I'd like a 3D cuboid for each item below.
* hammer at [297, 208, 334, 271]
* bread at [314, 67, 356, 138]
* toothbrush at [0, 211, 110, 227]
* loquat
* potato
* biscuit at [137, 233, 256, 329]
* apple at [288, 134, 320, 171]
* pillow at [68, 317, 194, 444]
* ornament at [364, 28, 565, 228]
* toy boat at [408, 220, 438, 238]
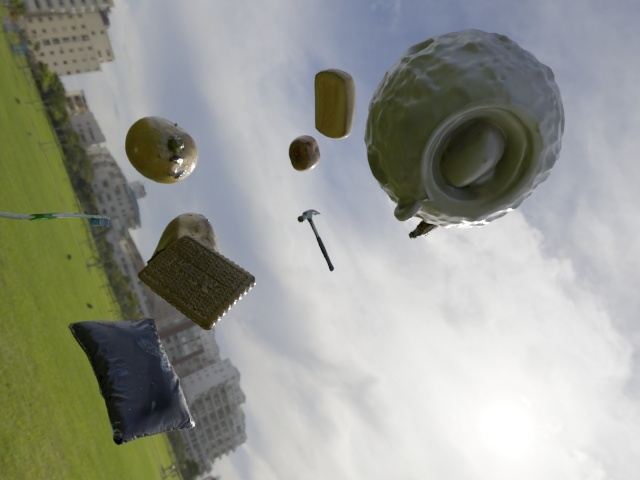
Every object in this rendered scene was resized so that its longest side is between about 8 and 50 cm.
[{"bbox_3d":[0.000,0.000,1.651,0.029,0.103,0.247,-12,-70,40],"label":"hammer"},{"bbox_3d":[0.050,-0.435,1.431,0.147,0.098,0.218,26,-49,26],"label":"bread"},{"bbox_3d":[-0.672,-0.060,1.079,0.030,0.303,0.030,-21,-114,62],"label":"toothbrush"},{"bbox_3d":[-0.378,-0.217,1.085,0.204,0.150,0.172,7,-28,50],"label":"loquat"},{"bbox_3d":[-0.392,0.028,1.364,0.266,0.228,0.230,-92,-179,-54],"label":"potato"},{"bbox_3d":[-0.296,0.086,1.070,0.254,0.172,0.029,29,-32,24],"label":"biscuit"},{"bbox_3d":[-0.055,-0.303,1.576,0.126,0.101,0.126,-11,90,-74],"label":"apple"},{"bbox_3d":[-0.274,0.196,0.669,0.055,0.141,0.208,-51,-121,18],"label":"pillow"},{"bbox_3d":[0.242,-0.196,0.807,0.337,0.336,0.338,45,-35,43],"label":"ornament"},{"bbox_3d":[0.346,-0.053,1.467,0.149,0.048,0.047,-43,-139,35],"label":"toy boat"}]
